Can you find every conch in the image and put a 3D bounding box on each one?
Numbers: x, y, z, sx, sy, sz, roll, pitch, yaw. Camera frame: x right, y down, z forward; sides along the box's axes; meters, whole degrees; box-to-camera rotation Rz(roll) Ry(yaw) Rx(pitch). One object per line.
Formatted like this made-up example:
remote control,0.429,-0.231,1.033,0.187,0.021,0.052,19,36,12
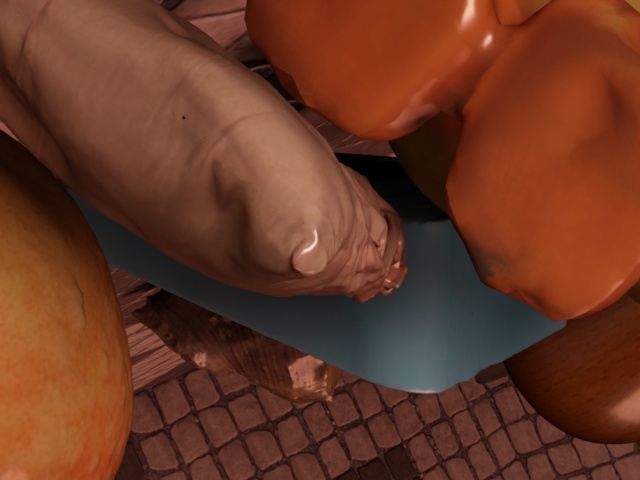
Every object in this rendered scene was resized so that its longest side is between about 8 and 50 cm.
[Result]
conch,-0.064,0.073,1.443,0.245,0.163,0.178,4,-177,-5

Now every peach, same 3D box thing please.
peach,-0.170,0.068,0.536,0.232,0.233,0.232,-25,174,-3

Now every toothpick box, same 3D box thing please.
toothpick box,0.244,0.005,0.881,0.192,0.192,0.294,-20,165,-45

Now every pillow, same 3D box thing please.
pillow,-0.047,-0.037,0.506,0.067,0.173,0.270,-53,171,2

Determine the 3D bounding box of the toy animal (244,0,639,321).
toy animal,0.128,-0.082,0.632,0.191,0.216,0.338,-55,161,14

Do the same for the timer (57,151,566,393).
timer,0.000,0.000,0.833,0.249,0.091,0.232,11,-166,29

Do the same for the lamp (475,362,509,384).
lamp,0.107,-0.009,1.058,0.121,0.215,0.121,-24,176,-2
